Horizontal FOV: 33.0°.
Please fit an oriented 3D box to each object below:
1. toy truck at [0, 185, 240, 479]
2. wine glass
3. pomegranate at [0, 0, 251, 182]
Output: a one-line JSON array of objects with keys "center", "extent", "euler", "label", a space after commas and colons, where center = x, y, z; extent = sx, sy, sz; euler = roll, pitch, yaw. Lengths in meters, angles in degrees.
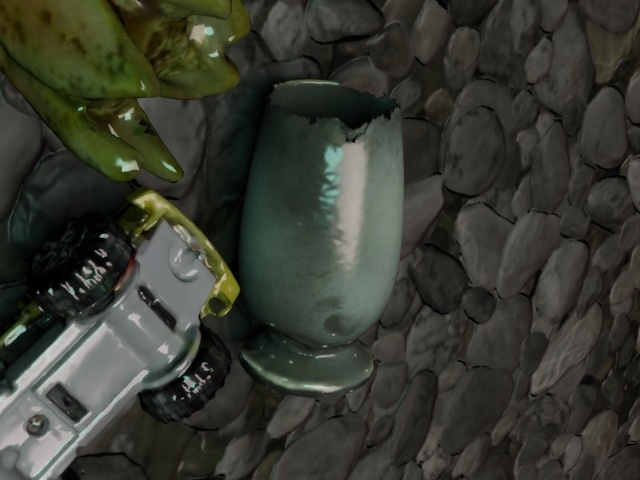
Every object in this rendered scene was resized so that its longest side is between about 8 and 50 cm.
[{"center": [-0.167, 0.096, 0.623], "extent": [0.286, 0.111, 0.136], "euler": [-47, 122, -15], "label": "toy truck"}, {"center": [0.000, 0.000, 0.734], "extent": [0.111, 0.111, 0.204], "euler": [-12, 118, -39], "label": "wine glass"}, {"center": [-0.166, -0.130, 0.409], "extent": [0.236, 0.302, 0.236], "euler": [-53, 158, -33], "label": "pomegranate"}]
